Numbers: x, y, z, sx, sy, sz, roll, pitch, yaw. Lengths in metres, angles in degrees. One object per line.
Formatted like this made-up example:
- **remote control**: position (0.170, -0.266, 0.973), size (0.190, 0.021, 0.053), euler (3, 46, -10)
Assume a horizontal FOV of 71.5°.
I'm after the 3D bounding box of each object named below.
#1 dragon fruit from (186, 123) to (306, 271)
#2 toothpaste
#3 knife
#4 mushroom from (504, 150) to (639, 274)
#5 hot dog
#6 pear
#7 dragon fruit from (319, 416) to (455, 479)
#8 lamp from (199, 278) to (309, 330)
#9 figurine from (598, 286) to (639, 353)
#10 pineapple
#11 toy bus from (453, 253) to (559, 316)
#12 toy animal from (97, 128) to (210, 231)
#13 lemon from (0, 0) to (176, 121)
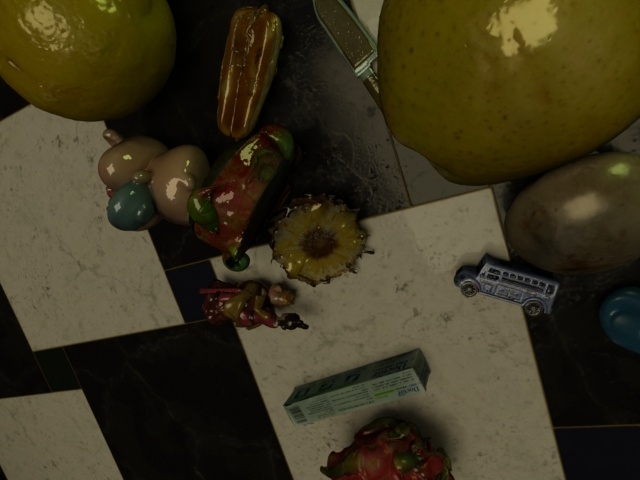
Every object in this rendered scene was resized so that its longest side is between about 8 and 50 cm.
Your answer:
- **dragon fruit**: position (-0.143, -0.084, 0.843), size (0.130, 0.268, 0.295), euler (26, 100, 1)
- **toothpaste**: position (0.074, 0.327, 0.977), size (0.336, 0.081, 0.067), euler (-25, 97, 26)
- **knife**: position (0.081, -0.324, 0.798), size (0.061, 0.027, 0.343), euler (-34, 89, 30)
- **mushroom**: position (0.397, -0.045, 0.676), size (0.226, 0.178, 0.227), euler (-5, 144, -4)
- **hot dog**: position (-0.143, -0.319, 0.865), size (0.109, 0.072, 0.270), euler (24, 112, 15)
- **pear**: position (0.261, -0.269, 0.571), size (0.362, 0.362, 0.418), euler (36, 111, 8)
- **dragon fruit**: position (0.138, 0.512, 0.935), size (0.231, 0.237, 0.303), euler (52, 130, 23)
- **lamp**: position (-0.140, 0.140, 0.988), size (0.253, 0.118, 0.119), euler (-3, 105, 23)
- **figurine**: position (0.608, 0.041, 0.618), size (0.297, 0.243, 0.417), euler (7, 120, -27)
- **pineapple**: position (0.000, 0.000, 0.888), size (0.221, 0.047, 0.221), euler (-3, 117, -6)
- **toy bus**: position (0.330, 0.073, 0.801), size (0.167, 0.073, 0.076), euler (17, 109, 13)
- **toy animal**: position (-0.338, -0.125, 0.943), size (0.221, 0.230, 0.210), euler (-14, 128, -15)
- **lemon**: position (-0.442, -0.386, 0.825), size (0.347, 0.348, 0.348), euler (7, 109, 20)
